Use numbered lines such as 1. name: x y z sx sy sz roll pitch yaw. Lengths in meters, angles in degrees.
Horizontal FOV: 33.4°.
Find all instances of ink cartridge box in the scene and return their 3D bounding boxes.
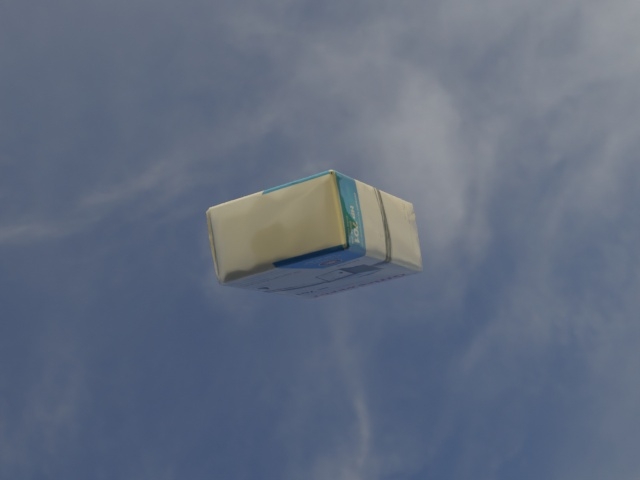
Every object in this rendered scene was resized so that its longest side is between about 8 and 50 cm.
1. ink cartridge box: 0.000 0.000 1.053 0.191 0.140 0.082 18 -121 -61
